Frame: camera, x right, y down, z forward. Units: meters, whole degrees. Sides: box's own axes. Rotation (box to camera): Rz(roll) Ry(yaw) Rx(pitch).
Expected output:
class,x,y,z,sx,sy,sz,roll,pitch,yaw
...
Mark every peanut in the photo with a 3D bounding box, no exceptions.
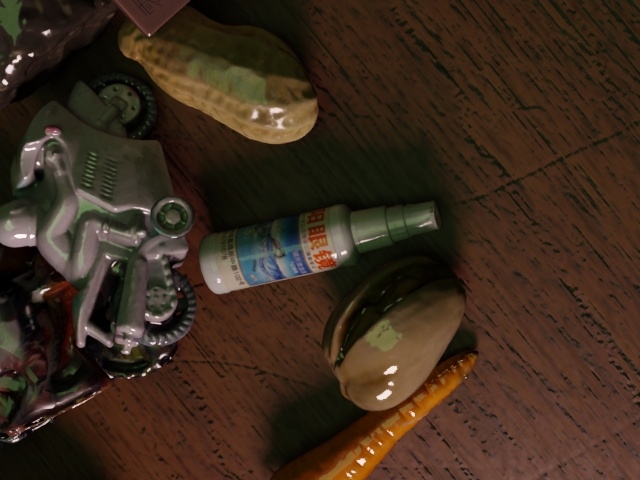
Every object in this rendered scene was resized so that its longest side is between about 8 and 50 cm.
class,x,y,z,sx,sy,sz,roll,pitch,yaw
peanut,-0.087,-0.153,0.960,0.194,0.083,0.093,31,100,7

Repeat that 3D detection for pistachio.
class,x,y,z,sx,sy,sz,roll,pitch,yaw
pistachio,0.066,0.081,0.961,0.149,0.113,0.113,-42,89,9

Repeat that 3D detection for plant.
class,x,y,z,sx,sy,sz,roll,pitch,yaw
plant,-0.332,-0.274,0.950,0.182,0.194,0.320,-40,96,13

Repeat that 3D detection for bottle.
class,x,y,z,sx,sy,sz,roll,pitch,yaw
bottle,0.000,0.000,0.983,0.217,0.060,0.060,-12,97,13

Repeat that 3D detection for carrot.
class,x,y,z,sx,sy,sz,roll,pitch,yaw
carrot,0.048,0.186,1.007,0.257,0.061,0.061,-38,90,13

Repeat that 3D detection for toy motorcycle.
class,x,y,z,sx,sy,sz,roll,pitch,yaw
toy motorcycle,-0.342,0.120,1.027,0.401,0.134,0.207,-32,92,2
toy motorcycle,-0.205,-0.024,0.973,0.171,0.110,0.260,-10,77,-13

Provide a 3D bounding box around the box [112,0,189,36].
class,x,y,z,sx,sy,sz,roll,pitch,yaw
box,-0.133,-0.314,0.876,0.215,0.086,0.215,-41,119,2
